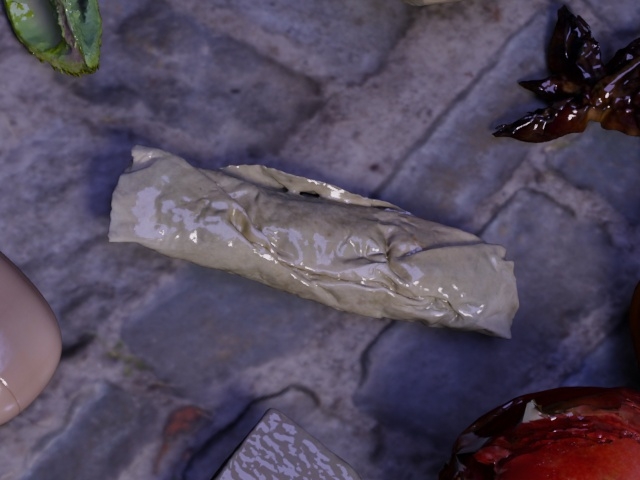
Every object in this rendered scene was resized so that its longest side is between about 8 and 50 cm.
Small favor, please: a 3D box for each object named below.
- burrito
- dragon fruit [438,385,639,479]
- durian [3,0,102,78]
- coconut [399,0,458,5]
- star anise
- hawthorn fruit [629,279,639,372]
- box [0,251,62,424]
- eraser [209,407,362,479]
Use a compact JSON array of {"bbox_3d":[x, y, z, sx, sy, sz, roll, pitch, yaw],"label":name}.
[{"bbox_3d":[0.000,0.000,1.646,0.392,0.076,0.117,15,68,-12],"label":"burrito"},{"bbox_3d":[0.235,0.268,1.519,0.302,0.295,0.295,19,67,-24],"label":"dragon fruit"},{"bbox_3d":[-0.241,-0.244,1.640,0.086,0.100,0.215,-14,84,-24],"label":"durian"},{"bbox_3d":[0.131,-0.344,1.720,0.244,0.239,0.239,-11,76,-21],"label":"coconut"},{"bbox_3d":[0.276,-0.161,1.796,0.212,0.053,0.157,-1,58,5],"label":"star anise"},{"bbox_3d":[0.384,0.124,1.666,0.207,0.207,0.243,16,78,-12],"label":"hawthorn fruit"},{"bbox_3d":[-0.314,0.066,1.519,0.200,0.088,0.146,42,66,1],"label":"box"},{"bbox_3d":[-0.107,0.310,1.511,0.111,0.077,0.352,38,66,1],"label":"eraser"}]
